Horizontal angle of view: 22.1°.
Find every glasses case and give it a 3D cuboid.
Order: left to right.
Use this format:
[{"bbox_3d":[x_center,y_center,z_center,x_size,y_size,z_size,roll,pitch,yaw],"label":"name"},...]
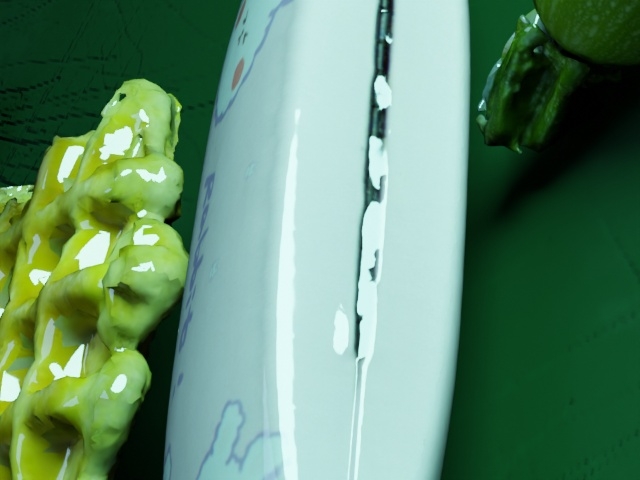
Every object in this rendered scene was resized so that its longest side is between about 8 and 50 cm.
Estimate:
[{"bbox_3d":[0.000,0.000,0.498,0.113,0.075,0.297,118,160,-53],"label":"glasses case"}]

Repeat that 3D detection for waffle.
[{"bbox_3d":[-0.120,0.062,0.644,0.291,0.051,0.291,-46,36,48],"label":"waffle"}]

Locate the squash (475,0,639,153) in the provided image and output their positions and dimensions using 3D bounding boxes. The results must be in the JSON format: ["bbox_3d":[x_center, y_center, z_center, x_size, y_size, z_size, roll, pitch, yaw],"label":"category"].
[{"bbox_3d":[0.138,-0.109,0.378,0.318,0.071,0.080,-27,63,49],"label":"squash"}]
